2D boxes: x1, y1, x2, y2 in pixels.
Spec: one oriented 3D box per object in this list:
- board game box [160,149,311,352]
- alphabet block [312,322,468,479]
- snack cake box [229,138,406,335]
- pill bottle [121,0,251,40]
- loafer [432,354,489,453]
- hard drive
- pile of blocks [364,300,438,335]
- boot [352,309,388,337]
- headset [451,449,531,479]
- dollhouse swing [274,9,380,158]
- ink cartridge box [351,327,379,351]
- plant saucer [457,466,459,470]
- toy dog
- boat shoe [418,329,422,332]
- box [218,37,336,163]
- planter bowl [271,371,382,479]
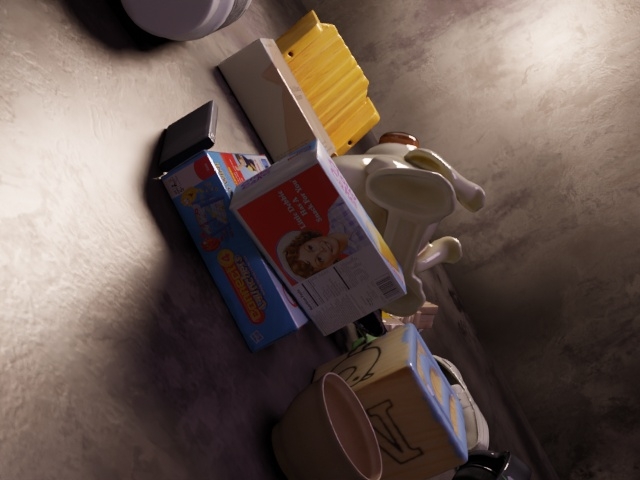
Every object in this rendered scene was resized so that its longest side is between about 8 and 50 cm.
[{"bbox_3d":[-0.102,0.006,1.322,0.308,0.086,0.302,62,15,3],"label":"board game box"},{"bbox_3d":[0.111,0.285,1.309,0.193,0.197,0.192,59,14,-10],"label":"alphabet block"},{"bbox_3d":[0.000,0.000,1.201,0.264,0.152,0.089,56,15,-23],"label":"snack cake box"},{"bbox_3d":[-0.249,-0.493,1.512,0.204,0.204,0.361,58,14,-15],"label":"pill bottle"},{"bbox_3d":[0.342,0.426,2.041,0.111,0.112,0.319,46,13,-32],"label":"loafer"},{"bbox_3d":[-0.208,-0.168,1.261,0.022,0.094,0.135,54,16,-30],"label":"hard drive"},{"bbox_3d":[0.156,0.206,1.855,0.362,0.149,0.112,-11,116,-66],"label":"pile of blocks"},{"bbox_3d":[0.046,0.069,1.610,0.263,0.091,0.229,41,17,-10],"label":"boot"},{"bbox_3d":[0.287,0.511,1.413,0.185,0.243,0.394,38,-15,11],"label":"headset"},{"bbox_3d":[0.036,-0.387,2.123,0.346,0.315,0.305,53,-11,-32],"label":"dollhouse swing"},{"bbox_3d":[0.113,0.257,1.632,0.209,0.062,0.109,55,16,-11],"label":"ink cartridge box"},{"bbox_3d":[0.375,0.587,2.005,0.119,0.021,0.119,55,16,-24],"label":"plant saucer"},{"bbox_3d":[0.128,-0.068,1.613,0.408,0.396,0.284,-42,141,-64],"label":"toy dog"},{"bbox_3d":[0.204,0.126,2.134,0.301,0.108,0.102,60,14,26],"label":"boat shoe"},{"bbox_3d":[-0.098,-0.309,1.852,0.311,0.121,0.148,60,15,-8],"label":"box"},{"bbox_3d":[0.000,0.281,1.109,0.162,0.109,0.162,56,15,-24],"label":"planter bowl"}]
